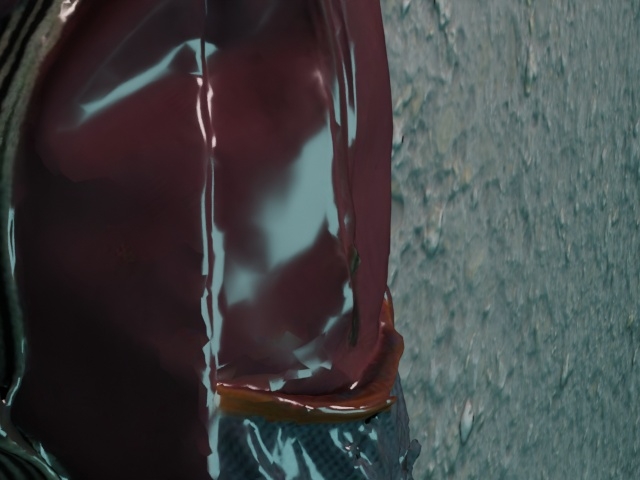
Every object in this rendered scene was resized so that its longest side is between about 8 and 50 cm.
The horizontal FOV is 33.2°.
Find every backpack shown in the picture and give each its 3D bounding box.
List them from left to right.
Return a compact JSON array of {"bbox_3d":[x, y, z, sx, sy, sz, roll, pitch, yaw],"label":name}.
[{"bbox_3d":[-0.090,-0.006,0.427,0.197,0.283,0.317,-27,124,-50],"label":"backpack"}]
